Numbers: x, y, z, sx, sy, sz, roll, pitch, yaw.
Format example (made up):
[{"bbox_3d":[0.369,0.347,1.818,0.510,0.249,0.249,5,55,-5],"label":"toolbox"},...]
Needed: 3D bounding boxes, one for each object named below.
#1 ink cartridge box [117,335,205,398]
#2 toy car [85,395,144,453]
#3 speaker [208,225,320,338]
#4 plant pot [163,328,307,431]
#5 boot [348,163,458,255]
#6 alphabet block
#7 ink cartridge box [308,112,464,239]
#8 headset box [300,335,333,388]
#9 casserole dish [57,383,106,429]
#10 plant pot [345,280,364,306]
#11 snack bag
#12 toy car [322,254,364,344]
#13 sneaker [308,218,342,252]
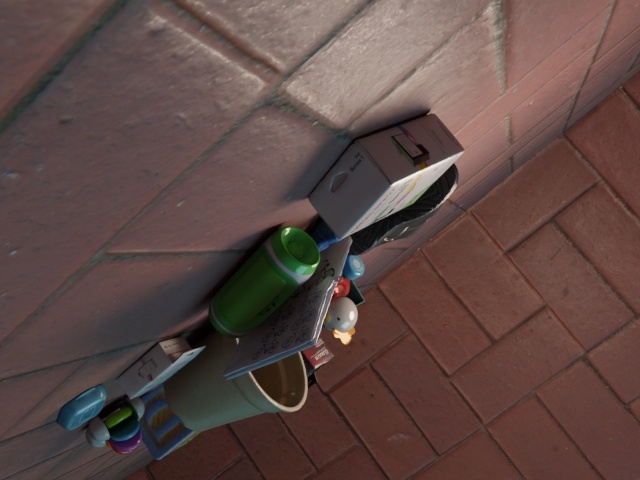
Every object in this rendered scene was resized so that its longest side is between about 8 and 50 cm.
[{"bbox_3d":[-0.395,0.304,1.626,0.198,0.067,0.115,-39,169,16],"label":"ink cartridge box"},{"bbox_3d":[-0.573,0.545,1.868,0.159,0.136,0.182,-29,166,-37],"label":"toy car"},{"bbox_3d":[-0.130,0.098,1.452,0.296,0.131,0.131,-44,167,33],"label":"speaker"},{"bbox_3d":[-0.254,0.374,1.812,0.305,0.334,0.334,-29,172,18],"label":"plant pot"},{"bbox_3d":[0.273,-0.111,1.800,0.367,0.146,0.445,-34,169,27],"label":"boot"},{"bbox_3d":[-0.469,0.557,2.102,0.192,0.193,0.197,-38,169,11],"label":"alphabet block"},{"bbox_3d":[0.139,-0.136,1.359,0.278,0.117,0.201,-26,164,-43],"label":"ink cartridge box"},{"bbox_3d":[-0.110,0.349,2.112,0.110,0.293,0.218,-25,164,-49],"label":"headset box"},{"bbox_3d":[-0.574,0.409,1.576,0.114,0.037,0.188,-28,167,-38],"label":"casserole dish"},{"bbox_3d":[-0.012,0.209,2.223,0.234,0.166,0.165,-36,172,37],"label":"plant pot"},{"bbox_3d":[-0.072,0.148,1.518,0.323,0.037,0.343,-30,-153,41],"label":"snack bag"},{"bbox_3d":[0.028,0.191,1.904,0.219,0.238,0.210,-33,161,35],"label":"toy car"},{"bbox_3d":[0.000,0.000,1.616,0.082,0.069,0.209,-29,167,-20],"label":"sneaker"}]
